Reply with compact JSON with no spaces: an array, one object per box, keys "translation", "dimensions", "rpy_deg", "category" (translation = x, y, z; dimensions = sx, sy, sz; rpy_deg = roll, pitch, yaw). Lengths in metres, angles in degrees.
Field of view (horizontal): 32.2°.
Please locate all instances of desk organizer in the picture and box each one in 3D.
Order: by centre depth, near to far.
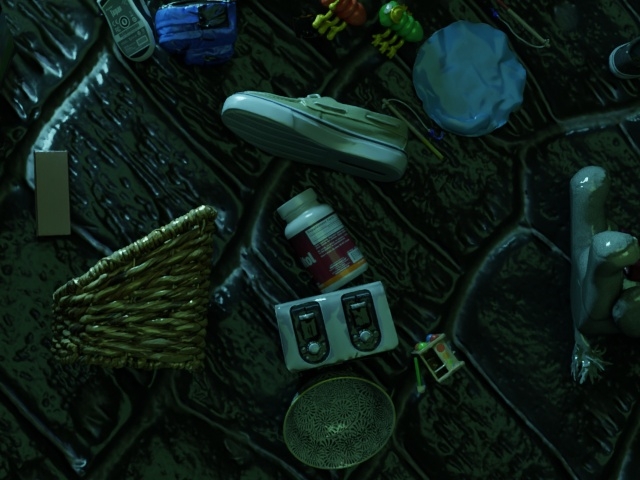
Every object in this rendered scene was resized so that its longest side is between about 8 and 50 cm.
[{"translation":[-0.400,-0.068,1.659],"dimensions":[0.050,0.047,0.130],"rpy_deg":[-2,84,-12],"category":"desk organizer"}]

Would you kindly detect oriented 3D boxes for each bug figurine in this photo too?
[{"translation":[0.105,-0.422,1.726],"dimensions":[0.216,0.072,0.279],"rpy_deg":[30,77,-35],"category":"bug figurine"}]

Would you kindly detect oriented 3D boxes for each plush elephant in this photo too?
[{"translation":[0.521,0.075,1.693],"dimensions":[0.255,0.272,0.330],"rpy_deg":[-1,113,4],"category":"plush elephant"}]

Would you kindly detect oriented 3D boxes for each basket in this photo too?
[{"translation":[-0.261,0.065,1.540],"dimensions":[0.213,0.299,0.223],"rpy_deg":[4,86,-7],"category":"basket"}]

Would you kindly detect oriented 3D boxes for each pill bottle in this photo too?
[{"translation":[0.000,0.000,1.697],"dimensions":[0.086,0.086,0.152],"rpy_deg":[-32,89,-11],"category":"pill bottle"}]

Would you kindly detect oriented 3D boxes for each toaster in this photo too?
[{"translation":[0.023,0.134,1.650],"dimensions":[0.168,0.186,0.110],"rpy_deg":[-12,84,-3],"category":"toaster"}]

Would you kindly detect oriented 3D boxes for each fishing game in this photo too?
[{"translation":[0.241,-0.260,1.790],"dimensions":[0.189,0.041,0.264],"rpy_deg":[40,87,-3],"category":"fishing game"}]

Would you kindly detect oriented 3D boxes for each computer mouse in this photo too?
[{"translation":[-0.306,-0.366,1.699],"dimensions":[0.106,0.042,0.193],"rpy_deg":[-22,98,29],"category":"computer mouse"}]

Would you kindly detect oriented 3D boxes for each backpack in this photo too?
[{"translation":[-0.190,-0.318,1.694],"dimensions":[0.120,0.098,0.101],"rpy_deg":[-3,88,-10],"category":"backpack"}]

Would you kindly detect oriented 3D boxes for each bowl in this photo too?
[{"translation":[0.022,0.253,1.664],"dimensions":[0.170,0.080,0.170],"rpy_deg":[-5,119,-8],"category":"bowl"}]

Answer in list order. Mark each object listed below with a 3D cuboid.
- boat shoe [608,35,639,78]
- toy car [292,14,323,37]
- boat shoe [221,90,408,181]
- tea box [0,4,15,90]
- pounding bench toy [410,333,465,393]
[{"translation":[0.590,-0.326,1.834],"dimensions":[0.228,0.076,0.080],"rpy_deg":[-14,87,-10],"category":"boat shoe"},{"translation":[-0.027,-0.375,1.750],"dimensions":[0.040,0.060,0.122],"rpy_deg":[-28,96,-43],"category":"toy car"},{"translation":[-0.004,-0.175,1.719],"dimensions":[0.302,0.109,0.094],"rpy_deg":[18,66,-16],"category":"boat shoe"},{"translation":[-0.618,-0.261,1.502],"dimensions":[0.329,0.323,0.220],"rpy_deg":[18,81,-6],"category":"tea box"},{"translation":[0.167,0.189,1.721],"dimensions":[0.083,0.052,0.065],"rpy_deg":[-35,90,-11],"category":"pounding bench toy"}]
